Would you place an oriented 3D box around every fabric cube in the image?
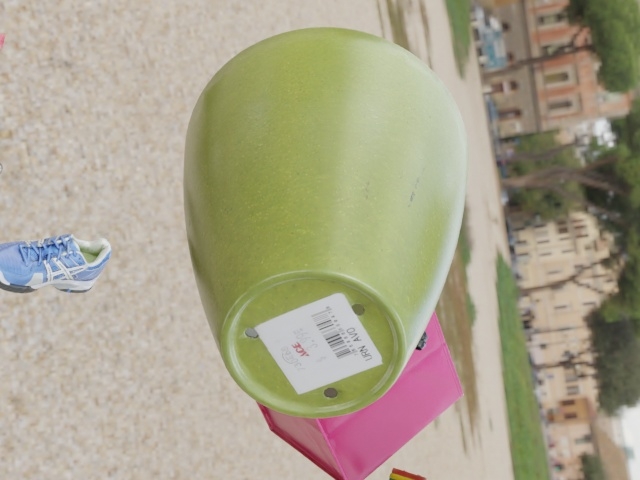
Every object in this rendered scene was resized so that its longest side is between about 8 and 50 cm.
[{"bbox_3d":[0.035,0.199,1.659,0.254,0.258,0.259,24,-36,51],"label":"fabric cube"}]

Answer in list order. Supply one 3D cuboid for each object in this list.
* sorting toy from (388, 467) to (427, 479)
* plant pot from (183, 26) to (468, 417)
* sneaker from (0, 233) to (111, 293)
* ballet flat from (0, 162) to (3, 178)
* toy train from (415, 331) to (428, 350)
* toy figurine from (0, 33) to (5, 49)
[{"bbox_3d":[0.146,0.369,1.447,0.274,0.132,0.046,92,21,-68],"label":"sorting toy"},{"bbox_3d":[0.000,0.000,0.851,0.293,0.274,0.275,-86,164,-59],"label":"plant pot"},{"bbox_3d":[-0.380,0.022,1.399,0.080,0.081,0.211,56,26,19],"label":"sneaker"},{"bbox_3d":[-0.772,-0.076,1.757,0.483,0.164,0.182,-42,123,-38],"label":"ballet flat"},{"bbox_3d":[0.076,0.120,1.444,0.027,0.158,0.036,93,20,-69],"label":"toy train"},{"bbox_3d":[-0.549,-0.310,1.277,0.362,0.217,0.191,-3,97,-38],"label":"toy figurine"}]
